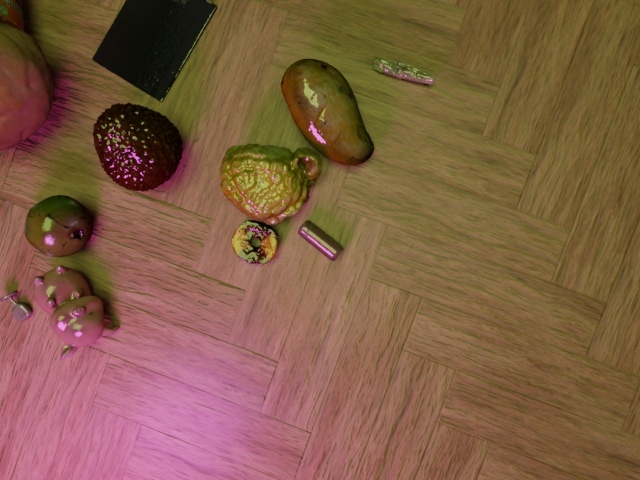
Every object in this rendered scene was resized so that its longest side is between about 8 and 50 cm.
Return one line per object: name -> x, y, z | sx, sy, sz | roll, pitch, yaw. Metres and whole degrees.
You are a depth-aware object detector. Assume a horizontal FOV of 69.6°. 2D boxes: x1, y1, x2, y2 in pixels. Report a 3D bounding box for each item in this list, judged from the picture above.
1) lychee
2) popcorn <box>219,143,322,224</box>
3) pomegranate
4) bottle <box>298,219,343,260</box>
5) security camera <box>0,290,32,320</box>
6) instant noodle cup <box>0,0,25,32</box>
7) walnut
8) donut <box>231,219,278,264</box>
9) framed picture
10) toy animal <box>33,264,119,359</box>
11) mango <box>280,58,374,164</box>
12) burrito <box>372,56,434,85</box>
lychee -> -0.508, -0.263, 1.288 | 0.236, 0.271, 0.235 | -3, 62, 6
popcorn -> -0.144, -0.156, 1.302 | 0.286, 0.174, 0.225 | 4, 99, -5
pomegranate -> -0.781, -0.037, 1.348 | 0.211, 0.179, 0.179 | -9, 90, 24
bottle -> 0.000, 0.000, 1.351 | 0.140, 0.053, 0.053 | 39, 92, 2
security camera -> -0.933, 0.204, 1.417 | 0.058, 0.058, 0.092 | -30, 101, 3
instant noodle cup -> -0.977, -0.689, 1.333 | 0.230, 0.230, 0.182 | -4, 81, 4
walnut -> -0.935, -0.433, 1.262 | 0.382, 0.381, 0.381 | 0, 90, 3
donut -> -0.188, 0.005, 1.360 | 0.141, 0.059, 0.140 | 0, 91, 3
framed picture -> -0.505, -0.630, 1.399 | 0.255, 0.014, 0.338 | 31, 93, 2
toy animal -> -0.731, 0.198, 1.347 | 0.166, 0.154, 0.250 | -30, 83, -19
mango -> 0.018, -0.354, 1.303 | 0.177, 0.175, 0.329 | -19, 109, 25
burrito -> 0.241, -0.493, 1.340 | 0.186, 0.041, 0.045 | 17, 100, 5
